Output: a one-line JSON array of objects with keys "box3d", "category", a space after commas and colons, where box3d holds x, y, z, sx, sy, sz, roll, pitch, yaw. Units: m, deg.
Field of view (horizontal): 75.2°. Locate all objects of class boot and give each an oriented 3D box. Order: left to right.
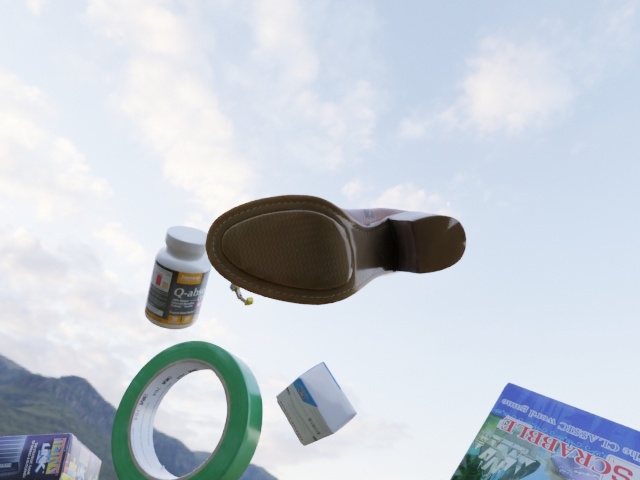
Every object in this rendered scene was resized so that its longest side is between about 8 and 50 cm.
[{"box3d": [0.000, 0.000, 0.507, 0.283, 0.109, 0.220, -8, 4, -19], "category": "boot"}]

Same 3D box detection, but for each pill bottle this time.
[{"box3d": [-0.416, 0.109, 1.233, 0.162, 0.162, 0.279, 15, -73, -11], "category": "pill bottle"}]

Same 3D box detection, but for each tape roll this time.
[{"box3d": [-0.282, 0.381, 0.883, 0.321, 0.322, 0.077, -6, -31, 16], "category": "tape roll"}]

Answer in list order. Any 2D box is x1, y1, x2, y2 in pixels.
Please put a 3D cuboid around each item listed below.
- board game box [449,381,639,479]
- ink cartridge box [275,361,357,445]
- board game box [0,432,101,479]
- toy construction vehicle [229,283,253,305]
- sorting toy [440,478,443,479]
[{"box3d": [0.286, 0.336, 0.429, 0.318, 0.318, 0.066, 10, -50, 46], "category": "board game box"}, {"box3d": [-0.017, 0.389, 0.980, 0.082, 0.140, 0.191, -24, -19, -33], "category": "ink cartridge box"}, {"box3d": [-0.336, 0.257, 0.456, 0.140, 0.048, 0.170, 3, -37, -15], "category": "board game box"}, {"box3d": [-0.130, 0.078, 0.770, 0.085, 0.098, 0.035, 0, -49, -53], "category": "toy construction vehicle"}, {"box3d": [0.348, 0.600, 0.903, 0.126, 0.127, 0.366, -33, -58, -7], "category": "sorting toy"}]
